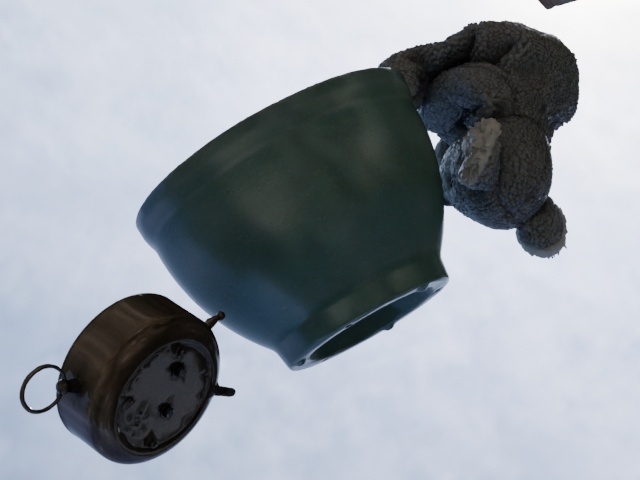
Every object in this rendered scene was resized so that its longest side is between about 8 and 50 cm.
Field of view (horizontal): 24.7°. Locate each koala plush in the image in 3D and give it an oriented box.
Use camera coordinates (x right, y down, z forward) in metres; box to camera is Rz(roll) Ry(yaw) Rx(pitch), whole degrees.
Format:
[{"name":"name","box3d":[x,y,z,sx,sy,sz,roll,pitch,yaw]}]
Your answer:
[{"name":"koala plush","box3d":[0.180,-0.098,1.493,0.203,0.196,0.221,-26,-142,20]}]

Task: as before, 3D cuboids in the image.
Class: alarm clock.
[{"name":"alarm clock","box3d":[-0.150,0.110,1.119,0.192,0.129,0.064,1,-157,-47]}]

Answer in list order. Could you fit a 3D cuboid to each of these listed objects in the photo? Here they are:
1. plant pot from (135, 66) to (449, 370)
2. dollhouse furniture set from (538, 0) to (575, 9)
[{"name":"plant pot","box3d":[0.000,0.000,1.377,0.293,0.293,0.196,-23,-104,-29]},{"name":"dollhouse furniture set","box3d":[0.261,-0.383,1.098,0.286,0.198,0.303,-12,-129,36]}]
